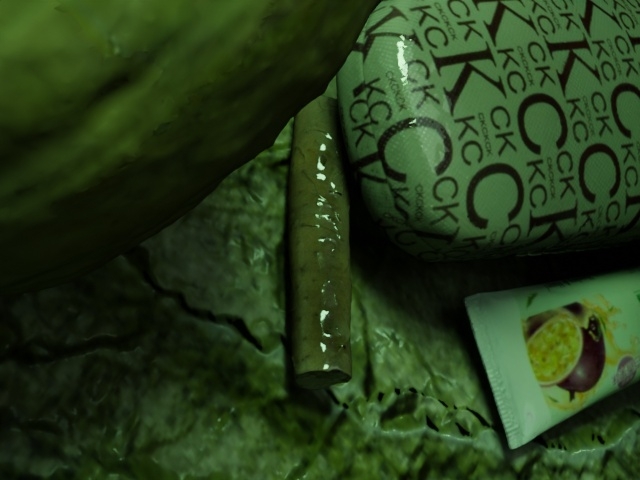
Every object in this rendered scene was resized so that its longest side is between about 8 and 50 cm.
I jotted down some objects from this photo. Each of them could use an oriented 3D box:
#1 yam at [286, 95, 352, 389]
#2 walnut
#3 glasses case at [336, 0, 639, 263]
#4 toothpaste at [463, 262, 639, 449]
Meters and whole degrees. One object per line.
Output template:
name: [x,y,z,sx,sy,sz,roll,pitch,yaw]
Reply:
yam: [0.000,0.000,0.787,0.032,0.032,0.145,24,52,-35]
walnut: [-0.100,-0.107,0.596,0.283,0.227,0.283,-31,135,-37]
glasses case: [0.134,-0.062,0.905,0.355,0.085,0.137,-5,83,-50]
toothpaste: [0.189,0.038,0.947,0.314,0.056,0.058,-14,43,-45]
